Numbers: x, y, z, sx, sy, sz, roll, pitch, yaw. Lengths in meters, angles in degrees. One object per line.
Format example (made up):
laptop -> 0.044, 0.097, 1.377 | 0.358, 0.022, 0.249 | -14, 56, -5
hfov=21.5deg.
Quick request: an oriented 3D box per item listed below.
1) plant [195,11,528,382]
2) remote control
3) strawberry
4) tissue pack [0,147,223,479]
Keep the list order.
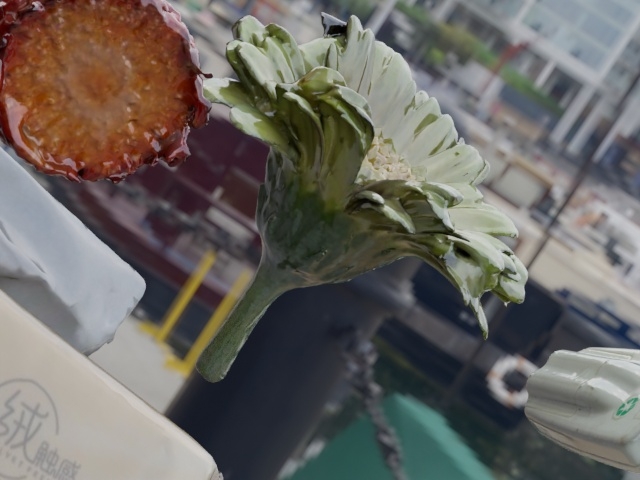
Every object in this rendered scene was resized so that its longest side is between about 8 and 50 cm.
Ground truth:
plant -> 0.024, -0.039, 1.329 | 0.306, 0.297, 0.261 | 34, 48, -10
remote control -> 0.211, 0.114, 1.223 | 0.049, 0.090, 0.230 | 50, -10, -8
strawberry -> -0.141, -0.104, 1.033 | 0.145, 0.145, 0.086 | 30, 8, -26
tissue pack -> -0.201, 0.029, 0.596 | 0.305, 0.238, 0.238 | 42, 0, -39
